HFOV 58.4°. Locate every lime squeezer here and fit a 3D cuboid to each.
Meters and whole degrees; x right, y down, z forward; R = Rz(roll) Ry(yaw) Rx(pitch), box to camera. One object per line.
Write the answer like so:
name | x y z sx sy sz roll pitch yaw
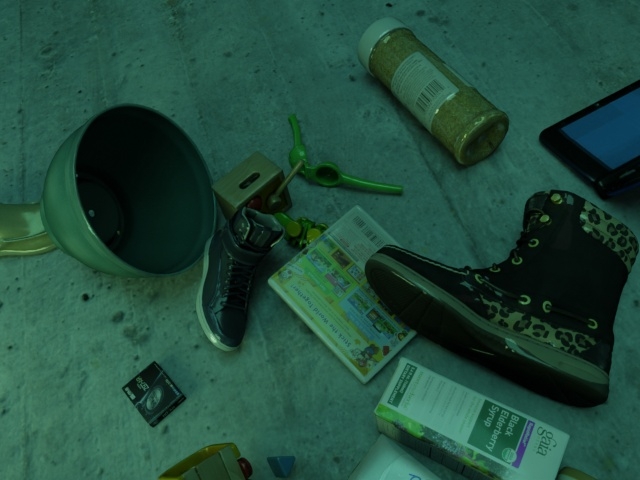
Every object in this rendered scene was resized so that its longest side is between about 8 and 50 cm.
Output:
lime squeezer | 0.010 -0.148 1.114 0.310 0.058 0.110 38 39 29

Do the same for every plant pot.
plant pot | -0.354 -0.065 0.993 0.196 0.293 0.292 -14 52 31

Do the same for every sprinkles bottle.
sprinkles bottle | 0.212 -0.302 1.133 0.121 0.121 0.355 -29 58 -10

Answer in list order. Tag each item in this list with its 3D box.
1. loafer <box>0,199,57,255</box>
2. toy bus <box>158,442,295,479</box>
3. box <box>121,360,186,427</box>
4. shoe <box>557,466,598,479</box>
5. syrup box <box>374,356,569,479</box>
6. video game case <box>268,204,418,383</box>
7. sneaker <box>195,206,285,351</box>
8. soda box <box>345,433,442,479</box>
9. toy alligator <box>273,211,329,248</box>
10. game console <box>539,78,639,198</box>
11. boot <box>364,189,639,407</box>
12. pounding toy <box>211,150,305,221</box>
loafer | -0.595 -0.027 1.092 0.269 0.092 0.101 -15 56 -1
toy bus | -0.131 0.372 0.755 0.191 0.104 0.202 30 56 -25
box | -0.265 0.243 0.911 0.067 0.018 0.083 -40 61 -17
shoe | 0.377 0.373 0.695 0.058 0.076 0.219 -36 61 -20
syrup box | 0.200 0.263 0.782 0.237 0.096 0.093 22 63 22
video game case | 0.065 0.081 0.933 0.206 0.026 0.227 -40 75 -17
sneaker | -0.128 0.051 0.927 0.163 0.086 0.226 -37 49 39
soda box | 0.166 0.375 0.714 0.286 0.098 0.091 32 67 26
toy alligator | 0.000 0.000 1.015 0.190 0.056 0.051 19 106 12
game console | 0.588 -0.215 0.997 0.293 0.250 0.173 -28 84 -10
boot | 0.287 0.044 0.876 0.378 0.138 0.284 27 65 14
pounding toy | -0.102 -0.087 1.034 0.141 0.130 0.100 -41 61 -18
